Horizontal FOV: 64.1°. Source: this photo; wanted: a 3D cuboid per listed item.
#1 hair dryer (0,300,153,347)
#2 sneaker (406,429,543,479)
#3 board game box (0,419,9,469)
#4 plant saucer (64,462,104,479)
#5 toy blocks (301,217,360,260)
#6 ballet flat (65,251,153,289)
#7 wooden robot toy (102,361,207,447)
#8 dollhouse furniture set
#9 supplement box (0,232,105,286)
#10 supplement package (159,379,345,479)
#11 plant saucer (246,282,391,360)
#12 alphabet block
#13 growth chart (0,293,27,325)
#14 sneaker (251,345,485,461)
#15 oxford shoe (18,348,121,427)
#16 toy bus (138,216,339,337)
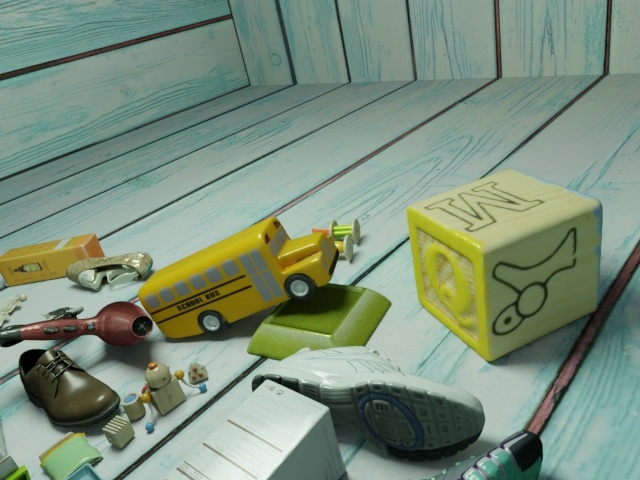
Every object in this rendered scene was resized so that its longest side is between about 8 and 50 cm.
[{"bbox_3d":[-0.405,0.158,0.864,0.293,0.080,0.223,-9,3,14],"label":"hair dryer"},{"bbox_3d":[0.126,0.252,0.514,0.223,0.083,0.098,-29,26,-27],"label":"sneaker"},{"bbox_3d":[-0.579,0.293,0.745,0.193,0.053,0.305,-30,26,-28],"label":"board game box"},{"bbox_3d":[-0.346,0.350,0.602,0.067,0.018,0.192,14,37,42],"label":"plant saucer"},{"bbox_3d":[0.000,0.000,1.077,0.148,0.054,0.123,-3,29,20],"label":"toy blocks"},{"bbox_3d":[-0.477,0.073,1.137,0.206,0.073,0.067,-14,41,7],"label":"ballet flat"},{"bbox_3d":[-0.246,0.213,0.751,0.076,0.079,0.173,16,38,43],"label":"wooden robot toy"},{"bbox_3d":[-0.374,0.299,0.664,0.076,0.059,0.151,13,37,39],"label":"dollhouse furniture set"},{"bbox_3d":[-0.661,0.047,1.252,0.233,0.078,0.080,-10,27,4],"label":"supplement box"},{"bbox_3d":[-0.071,0.260,0.555,0.105,0.105,0.179,12,36,39],"label":"supplement package"},{"bbox_3d":[-0.004,0.125,0.849,0.188,0.045,0.188,5,32,30],"label":"plant saucer"},{"bbox_3d":[0.268,0.026,0.764,0.197,0.193,0.193,-20,26,-15],"label":"alphabet block"},{"bbox_3d":[-0.747,0.190,1.079,0.171,0.021,0.237,-8,27,8],"label":"growth chart"},{"bbox_3d":[0.059,0.183,0.651,0.297,0.111,0.129,4,24,27],"label":"sneaker"},{"bbox_3d":[-0.400,0.221,0.788,0.227,0.096,0.083,7,31,31],"label":"oxford shoe"},{"bbox_3d":[-0.139,0.062,0.880,0.332,0.130,0.108,-24,16,20],"label":"toy bus"}]
